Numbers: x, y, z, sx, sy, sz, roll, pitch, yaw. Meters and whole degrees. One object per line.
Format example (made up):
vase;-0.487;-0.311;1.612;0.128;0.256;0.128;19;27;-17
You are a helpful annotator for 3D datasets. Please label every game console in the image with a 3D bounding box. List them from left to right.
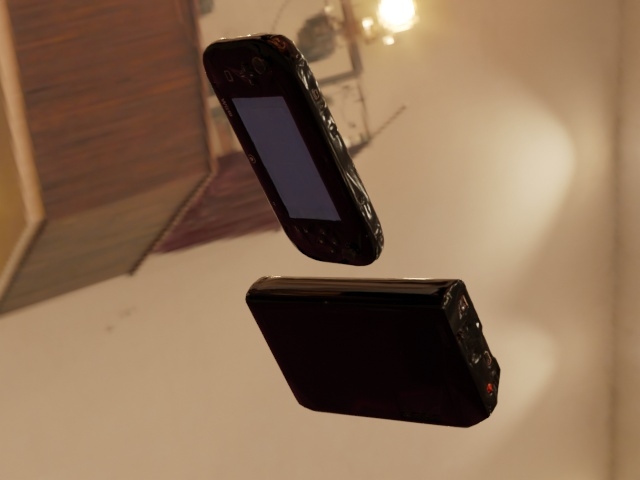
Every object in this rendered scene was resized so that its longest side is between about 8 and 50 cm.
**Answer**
game console;0.000;0.000;0.973;0.213;0.044;0.361;-2;-57;42
